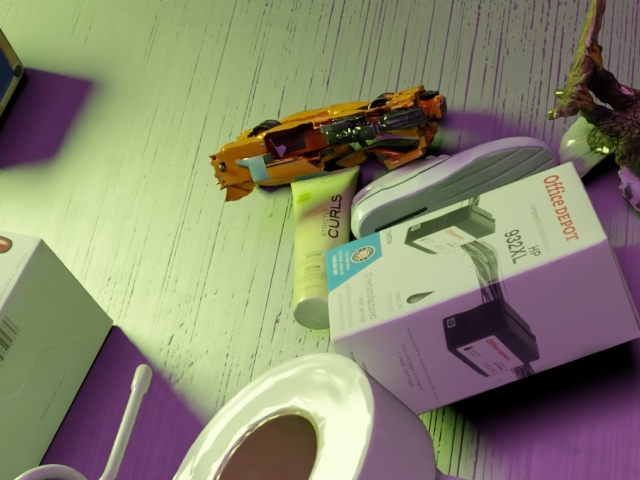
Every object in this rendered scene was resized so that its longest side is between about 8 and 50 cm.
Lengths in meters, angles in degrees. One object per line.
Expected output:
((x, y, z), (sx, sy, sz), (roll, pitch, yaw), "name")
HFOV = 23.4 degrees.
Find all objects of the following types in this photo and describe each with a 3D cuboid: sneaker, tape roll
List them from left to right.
((-0.027, 0.252, 1.513), (0.286, 0.100, 0.286), (-33, 33, 25), "tape roll")
((0.153, -0.074, 1.867), (0.258, 0.094, 0.091), (-18, 33, 0), "sneaker")

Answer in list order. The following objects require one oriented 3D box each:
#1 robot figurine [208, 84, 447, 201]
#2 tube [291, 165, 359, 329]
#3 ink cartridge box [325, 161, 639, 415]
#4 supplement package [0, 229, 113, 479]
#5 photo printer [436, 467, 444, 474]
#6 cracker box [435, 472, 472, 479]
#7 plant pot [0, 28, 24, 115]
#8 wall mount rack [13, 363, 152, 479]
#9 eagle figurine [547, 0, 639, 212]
((0.020, -0.125, 1.924), (0.291, 0.085, 0.211), (-11, 12, 15), "robot figurine")
((0.000, 0.000, 1.899), (0.070, 0.062, 0.240), (19, 45, -15), "tube")
((0.170, 0.056, 1.691), (0.307, 0.129, 0.223), (-20, 23, 8), "ink cartridge box")
((-0.405, 0.144, 1.867), (0.145, 0.204, 0.262), (10, 61, 29), "supplement package")
((0.059, 0.350, 1.590), (0.256, 0.107, 0.307), (-40, 51, -8), "photo printer")
((0.151, 0.314, 1.467), (0.232, 0.067, 0.156), (9, 58, 26), "cracker box")
((-0.573, -0.243, 2.204), (0.212, 0.236, 0.236), (10, 60, 21), "plant pot")
((-0.204, 0.318, 1.611), (0.304, 0.350, 0.130), (-45, 31, -21), "wall mount rack")
((0.417, -0.132, 1.767), (0.298, 0.225, 0.226), (21, 108, 1), "eagle figurine")
